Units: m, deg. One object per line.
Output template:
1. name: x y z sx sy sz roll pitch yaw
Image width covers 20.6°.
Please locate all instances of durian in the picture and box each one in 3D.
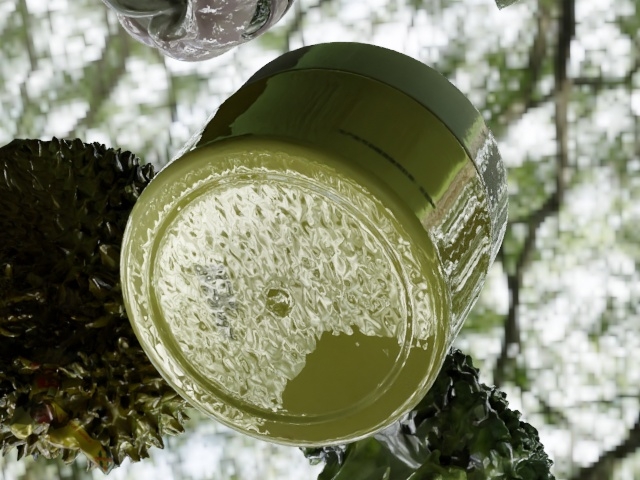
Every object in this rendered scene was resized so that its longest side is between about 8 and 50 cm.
1. durian: -0.197 0.052 1.362 0.258 0.258 0.293 -24 -149 -29

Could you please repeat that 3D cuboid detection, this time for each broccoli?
1. broccoli: 0.073 0.262 1.683 0.280 0.348 0.293 -18 -141 -20

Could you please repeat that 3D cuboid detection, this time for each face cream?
1. face cream: 0.000 0.000 1.152 0.218 0.218 0.179 4 -153 17

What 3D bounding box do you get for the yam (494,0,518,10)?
1. yam: 0.243 -0.305 1.510 0.259 0.106 0.106 -30 -152 10

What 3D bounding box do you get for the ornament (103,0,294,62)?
1. ornament: -0.108 -0.237 1.484 0.177 0.178 0.177 -4 -151 2
